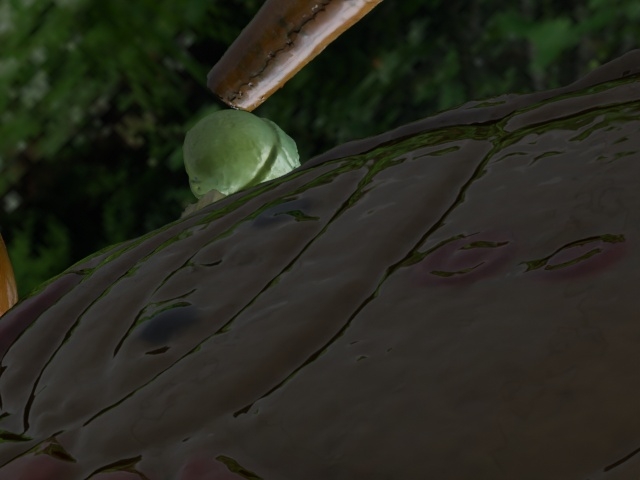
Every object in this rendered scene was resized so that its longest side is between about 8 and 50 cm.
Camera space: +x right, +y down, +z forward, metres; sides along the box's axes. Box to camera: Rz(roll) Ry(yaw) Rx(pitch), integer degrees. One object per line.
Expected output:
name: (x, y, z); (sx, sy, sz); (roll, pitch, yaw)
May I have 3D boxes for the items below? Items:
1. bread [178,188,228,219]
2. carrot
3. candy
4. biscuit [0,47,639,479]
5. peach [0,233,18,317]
bread: (-0.032, 0.060, 1.365); (0.060, 0.178, 0.139); (-27, -143, 53)
carrot: (0.000, -0.136, 1.114); (0.161, 0.055, 0.055); (-42, 174, 26)
candy: (0.000, 0.000, 1.632); (0.093, 0.092, 0.335); (-21, 139, 25)
biscuit: (0.012, 0.040, 0.640); (0.381, 0.074, 0.359); (-1, -151, 40)
peach: (-0.386, 0.063, 1.352); (0.302, 0.343, 0.343); (-52, 170, 22)
